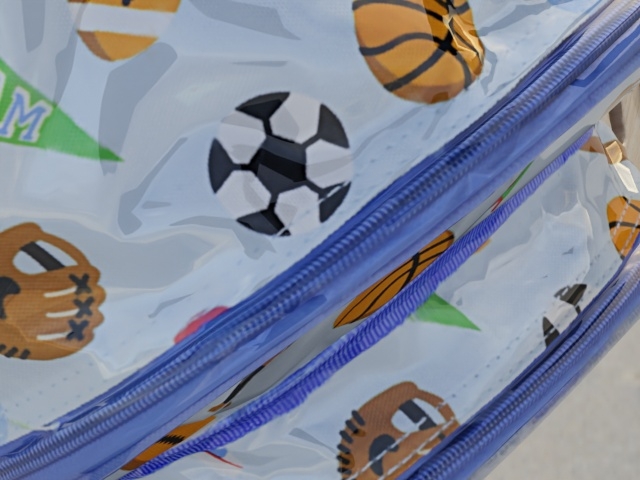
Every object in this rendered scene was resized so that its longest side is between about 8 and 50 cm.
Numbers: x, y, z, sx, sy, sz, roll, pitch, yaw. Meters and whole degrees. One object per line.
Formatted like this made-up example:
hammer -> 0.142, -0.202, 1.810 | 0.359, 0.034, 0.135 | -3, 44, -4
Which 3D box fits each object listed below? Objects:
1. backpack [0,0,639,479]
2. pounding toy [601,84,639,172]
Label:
backpack -> -0.035, -0.024, 0.471 | 0.213, 0.263, 0.276 | 46, 58, -5
pounding toy -> 0.146, -0.060, 0.903 | 0.155, 0.154, 0.269 | -11, 24, 28
